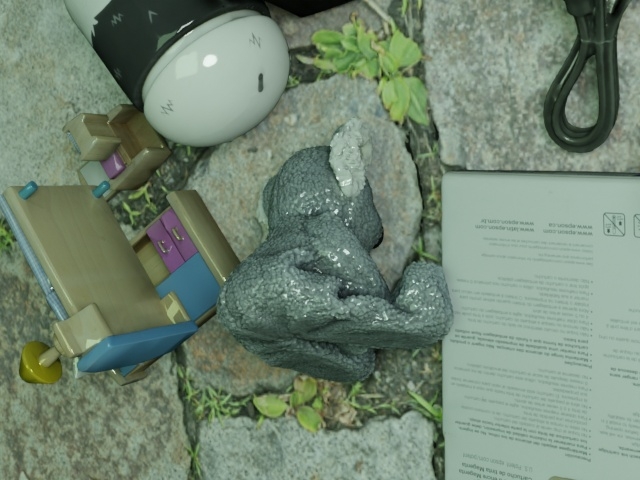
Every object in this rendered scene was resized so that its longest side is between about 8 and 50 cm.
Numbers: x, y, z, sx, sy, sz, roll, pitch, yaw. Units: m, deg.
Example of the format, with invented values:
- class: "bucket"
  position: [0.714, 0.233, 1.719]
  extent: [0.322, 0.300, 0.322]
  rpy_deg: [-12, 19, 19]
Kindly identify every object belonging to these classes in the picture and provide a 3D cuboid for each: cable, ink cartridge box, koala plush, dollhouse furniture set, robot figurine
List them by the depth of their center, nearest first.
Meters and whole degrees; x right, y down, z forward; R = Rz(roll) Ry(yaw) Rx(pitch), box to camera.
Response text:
- class: "cable"
  position: [0.241, -0.207, 0.977]
  extent: [0.140, 0.072, 0.287]
  rpy_deg: [2, 132, 27]
- class: "ink cartridge box"
  position: [0.256, 0.104, 1.012]
  extent: [0.324, 0.071, 0.330]
  rpy_deg: [5, 101, 40]
- class: "koala plush"
  position: [0.000, 0.000, 1.115]
  extent: [0.196, 0.203, 0.221]
  rpy_deg: [-34, 48, 51]
- class: "robot figurine"
  position: [-0.149, -0.228, 1.176]
  extent: [0.174, 0.209, 0.278]
  rpy_deg: [-37, 75, 3]
- class: "dollhouse furniture set"
  position: [-0.268, 0.024, 1.184]
  extent: [0.198, 0.303, 0.286]
  rpy_deg: [-38, 77, 25]

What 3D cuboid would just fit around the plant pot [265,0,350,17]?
- class: "plant pot"
  position: [0.023, -0.326, 1.078]
  extent: [0.167, 0.188, 0.187]
  rpy_deg: [-6, 91, 15]
